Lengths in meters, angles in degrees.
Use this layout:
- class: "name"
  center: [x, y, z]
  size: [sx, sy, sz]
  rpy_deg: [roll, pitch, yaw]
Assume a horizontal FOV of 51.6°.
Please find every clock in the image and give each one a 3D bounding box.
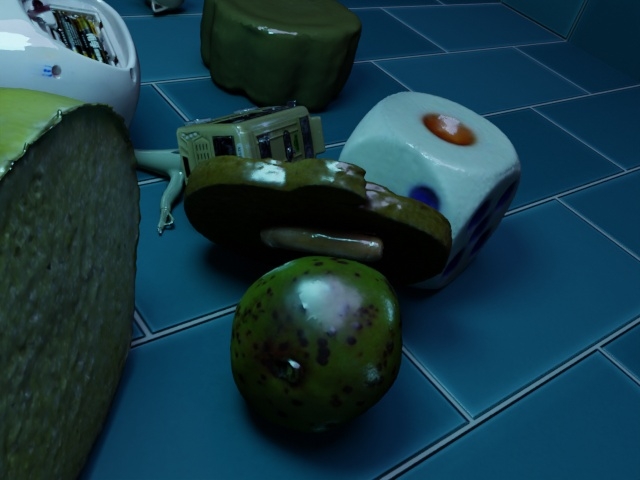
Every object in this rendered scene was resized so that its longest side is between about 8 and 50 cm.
- class: "clock"
  center: [-0.495, -0.284, 1.072]
  size: [0.377, 0.250, 0.368]
  rpy_deg: [-3, 54, -41]

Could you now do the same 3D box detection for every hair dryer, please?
- class: "hair dryer"
  center: [-0.292, -0.099, 1.166]
  size: [0.167, 0.067, 0.199]
  rpy_deg: [18, 51, 16]

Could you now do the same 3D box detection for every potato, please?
- class: "potato"
  center: [-0.390, 0.049, 0.678]
  size: [0.320, 0.385, 0.442]
  rpy_deg: [8, 48, 4]

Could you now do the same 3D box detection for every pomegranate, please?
- class: "pomegranate"
  center: [0.001, 0.101, 0.865]
  size: [0.231, 0.231, 0.286]
  rpy_deg: [15, 38, -3]

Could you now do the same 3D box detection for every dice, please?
- class: "dice"
  center: [0.181, -0.089, 1.160]
  size: [0.259, 0.251, 0.243]
  rpy_deg: [38, 40, 24]

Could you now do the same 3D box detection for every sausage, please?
- class: "sausage"
  center: [0.000, 0.001, 0.899]
  size: [0.177, 0.040, 0.047]
  rpy_deg: [6, -4, 17]

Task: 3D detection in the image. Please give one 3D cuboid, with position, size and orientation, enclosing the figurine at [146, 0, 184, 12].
- class: "figurine"
  center: [-0.416, -0.670, 1.752]
  size: [0.138, 0.125, 0.125]
  rpy_deg: [-33, 59, -30]

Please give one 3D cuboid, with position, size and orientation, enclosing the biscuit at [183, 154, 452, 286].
- class: "biscuit"
  center: [-0.001, -0.034, 0.962]
  size: [0.394, 0.350, 0.070]
  rpy_deg: [16, 67, -7]

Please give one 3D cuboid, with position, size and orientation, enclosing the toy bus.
- class: "toy bus"
  center: [-0.114, -0.160, 1.151]
  size: [0.157, 0.139, 0.289]
  rpy_deg: [-1, 15, 24]

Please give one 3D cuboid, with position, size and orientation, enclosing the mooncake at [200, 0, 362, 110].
- class: "mooncake"
  center: [-0.100, -0.465, 1.571]
  size: [0.379, 0.200, 0.378]
  rpy_deg: [10, 34, -7]
